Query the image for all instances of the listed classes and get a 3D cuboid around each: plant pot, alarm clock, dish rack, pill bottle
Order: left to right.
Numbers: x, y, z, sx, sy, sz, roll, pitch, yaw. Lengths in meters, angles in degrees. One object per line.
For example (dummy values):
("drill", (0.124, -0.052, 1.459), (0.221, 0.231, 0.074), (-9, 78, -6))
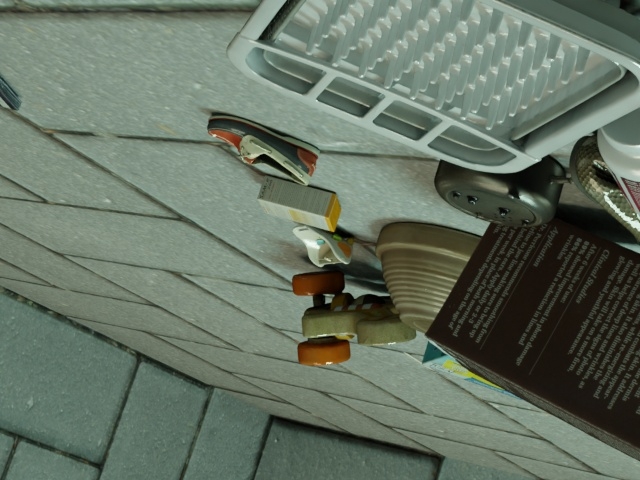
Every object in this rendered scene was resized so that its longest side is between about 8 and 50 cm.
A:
("dish rack", (0.092, -0.160, 1.081), (0.285, 0.072, 0.333), (22, 166, -12))
("plant pot", (0.177, 0.070, 1.800), (0.237, 0.110, 0.237), (17, 168, 4))
("alarm clock", (0.179, -0.054, 1.415), (0.129, 0.064, 0.192), (20, 169, -9))
("pill bottle", (0.281, -0.076, 1.131), (0.086, 0.086, 0.152), (11, 164, 29))

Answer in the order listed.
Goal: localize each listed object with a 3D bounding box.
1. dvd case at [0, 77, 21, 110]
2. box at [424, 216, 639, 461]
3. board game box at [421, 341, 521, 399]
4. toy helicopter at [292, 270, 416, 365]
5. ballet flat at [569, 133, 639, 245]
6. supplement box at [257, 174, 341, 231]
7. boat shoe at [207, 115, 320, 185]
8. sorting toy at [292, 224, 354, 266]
("dvd case", (-0.501, -0.226, 1.699), (0.221, 0.018, 0.164), (16, 165, 13))
("box", (0.325, 0.118, 1.450), (0.381, 0.191, 0.143), (27, 174, 37))
("board game box", (0.327, 0.186, 2.120), (0.253, 0.079, 0.336), (20, 167, -7))
("toy helicopter", (0.091, 0.119, 2.007), (0.235, 0.140, 0.355), (-5, -177, -7))
("ballet flat", (0.330, -0.027, 1.292), (0.250, 0.084, 0.058), (35, 161, -34))
("supplement box", (-0.026, -0.048, 1.747), (0.098, 0.036, 0.062), (15, 166, 11))
("boat shoe", (-0.069, -0.105, 1.564), (0.137, 0.043, 0.049), (20, 168, -3))
("sorting toy", (0.000, 0.000, 1.901), (0.075, 0.045, 0.083), (32, 163, -22))
